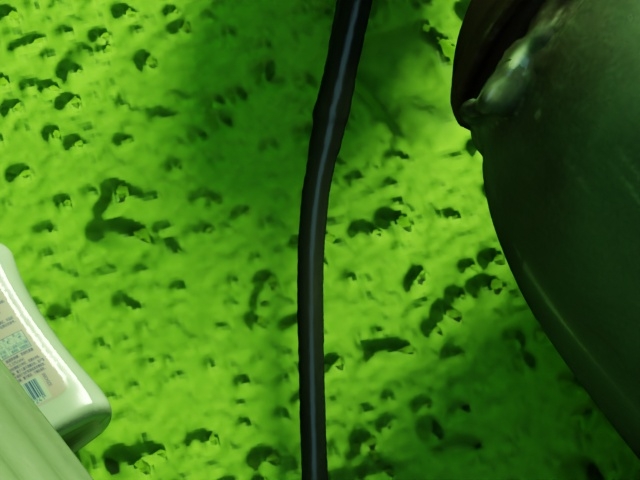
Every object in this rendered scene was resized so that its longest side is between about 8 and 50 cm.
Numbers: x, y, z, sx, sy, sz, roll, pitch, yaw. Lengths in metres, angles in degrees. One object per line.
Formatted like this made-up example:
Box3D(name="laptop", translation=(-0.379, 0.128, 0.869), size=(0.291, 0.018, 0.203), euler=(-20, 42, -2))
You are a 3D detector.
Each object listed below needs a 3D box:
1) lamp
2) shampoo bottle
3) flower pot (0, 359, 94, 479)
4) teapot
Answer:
Box3D(name="lamp", translation=(0.002, -0.016, 0.755), size=(0.130, 0.108, 0.371), euler=(12, 69, 3))
Box3D(name="shampoo bottle", translation=(-0.135, 0.047, 0.763), size=(0.072, 0.043, 0.099), euler=(-31, 72, -12))
Box3D(name="flower pot", translation=(-0.208, 0.100, 0.648), size=(0.239, 0.209, 0.189), euler=(-35, 71, -12))
Box3D(name="teapot", translation=(0.212, -0.022, 0.723), size=(0.312, 0.233, 0.315), euler=(46, 44, 17))
